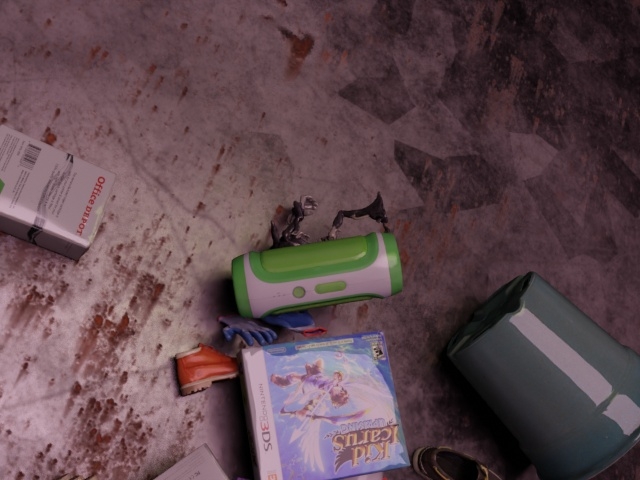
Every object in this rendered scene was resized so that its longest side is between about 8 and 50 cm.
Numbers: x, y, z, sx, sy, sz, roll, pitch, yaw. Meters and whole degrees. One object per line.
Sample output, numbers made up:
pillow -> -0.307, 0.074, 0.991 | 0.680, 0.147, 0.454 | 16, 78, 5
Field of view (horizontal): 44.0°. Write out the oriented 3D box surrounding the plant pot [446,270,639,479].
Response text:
plant pot -> 0.463, 0.266, 1.633 | 0.334, 0.341, 0.341 | 44, 57, 0

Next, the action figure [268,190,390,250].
action figure -> 0.000, 0.000, 1.556 | 0.275, 0.141, 0.164 | -15, 111, 4

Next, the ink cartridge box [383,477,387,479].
ink cartridge box -> 0.082, 0.552, 1.438 | 0.224, 0.056, 0.181 | -10, 82, -40

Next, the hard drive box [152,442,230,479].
hard drive box -> -0.186, 0.465, 1.224 | 0.181, 0.089, 0.232 | -33, 75, -14

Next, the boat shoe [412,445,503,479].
boat shoe -> 0.295, 0.477, 1.599 | 0.227, 0.068, 0.081 | 26, 63, -20

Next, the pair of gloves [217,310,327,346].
pair of gloves -> -0.095, 0.152, 1.447 | 0.198, 0.159, 0.023 | -5, 104, -31

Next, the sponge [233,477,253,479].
sponge -> -0.068, 0.498, 1.410 | 0.210, 0.031, 0.117 | 18, 66, -23

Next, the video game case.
video game case -> 0.004, 0.297, 1.389 | 0.269, 0.061, 0.244 | -6, 74, -17

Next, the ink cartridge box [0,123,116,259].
ink cartridge box -> -0.473, -0.077, 1.342 | 0.208, 0.087, 0.153 | 25, 63, -19

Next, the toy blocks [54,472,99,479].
toy blocks -> -0.377, 0.498, 1.069 | 0.288, 0.309, 0.260 | -26, 89, -33

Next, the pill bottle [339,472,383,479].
pill bottle -> 0.068, 0.350, 1.485 | 0.119, 0.119, 0.208 | 11, 69, -26

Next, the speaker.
speaker -> -0.006, 0.063, 1.436 | 0.296, 0.131, 0.131 | -9, 76, -1

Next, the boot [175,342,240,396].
boot -> -0.185, 0.218, 1.425 | 0.158, 0.059, 0.085 | -12, 75, -31
